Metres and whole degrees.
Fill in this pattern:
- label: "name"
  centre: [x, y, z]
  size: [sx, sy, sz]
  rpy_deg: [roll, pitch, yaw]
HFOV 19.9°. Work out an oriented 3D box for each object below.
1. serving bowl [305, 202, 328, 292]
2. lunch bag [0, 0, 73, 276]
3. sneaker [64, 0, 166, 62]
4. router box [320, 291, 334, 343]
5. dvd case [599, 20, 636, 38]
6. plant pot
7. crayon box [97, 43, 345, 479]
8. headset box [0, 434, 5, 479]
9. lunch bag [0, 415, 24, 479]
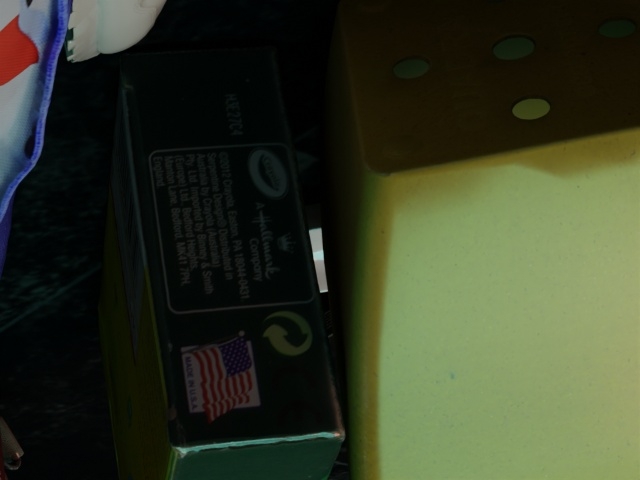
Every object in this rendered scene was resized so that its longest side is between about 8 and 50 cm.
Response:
- label: "serving bowl"
  centre: [0.000, 0.000, 1.022]
  size: [0.083, 0.027, 0.083]
  rpy_deg: [-9, 154, -4]
- label: "lunch bag"
  centre: [-0.271, -0.074, 0.541]
  size: [0.385, 0.239, 0.328]
  rpy_deg: [5, 149, -14]
- label: "sneaker"
  centre: [-0.058, -0.143, 0.654]
  size: [0.094, 0.090, 0.235]
  rpy_deg: [-14, 157, -15]
- label: "router box"
  centre: [0.101, 0.015, 1.071]
  size: [0.133, 0.046, 0.179]
  rpy_deg: [14, 145, -41]
- label: "dvd case"
  centre: [0.120, -0.078, 0.927]
  size: [0.119, 0.013, 0.087]
  rpy_deg: [-22, 152, 19]
- label: "plant pot"
  centre: [0.099, -0.013, 0.827]
  size: [0.212, 0.212, 0.187]
  rpy_deg: [-10, 129, 3]
- label: "crayon box"
  centre: [-0.063, 0.068, 0.942]
  size: [0.081, 0.202, 0.318]
  rpy_deg: [-5, 155, -12]
- label: "headset box"
  centre: [-0.265, 0.117, 0.858]
  size: [0.218, 0.293, 0.110]
  rpy_deg: [-13, 154, 3]
- label: "lunch bag"
  centre: [-0.349, 0.193, 1.078]
  size: [0.305, 0.213, 0.256]
  rpy_deg: [-15, -167, 11]
